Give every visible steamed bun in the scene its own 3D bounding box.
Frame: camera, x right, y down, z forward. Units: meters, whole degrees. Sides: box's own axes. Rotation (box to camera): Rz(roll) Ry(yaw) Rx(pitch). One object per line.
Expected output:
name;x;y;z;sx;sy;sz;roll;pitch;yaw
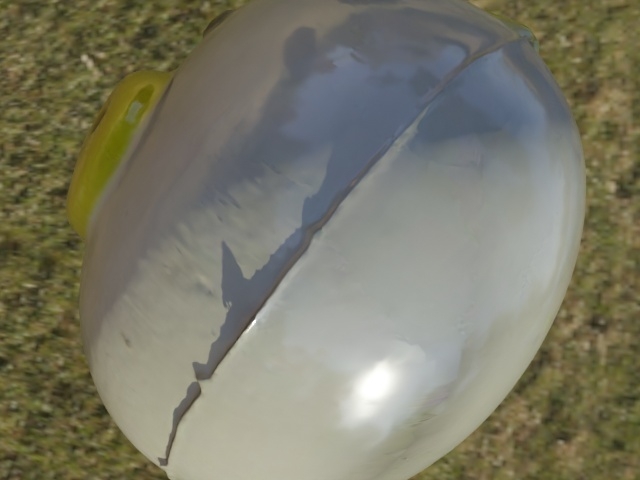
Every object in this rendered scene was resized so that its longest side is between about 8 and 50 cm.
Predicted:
steamed bun;0.005;0.004;0.907;0.334;0.374;0.334;22;37;-18
